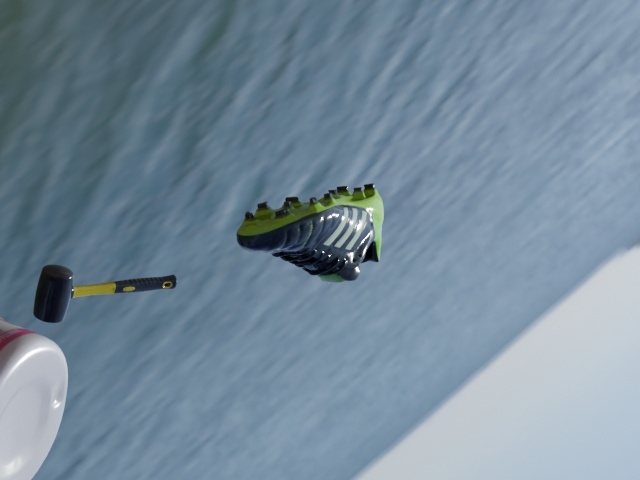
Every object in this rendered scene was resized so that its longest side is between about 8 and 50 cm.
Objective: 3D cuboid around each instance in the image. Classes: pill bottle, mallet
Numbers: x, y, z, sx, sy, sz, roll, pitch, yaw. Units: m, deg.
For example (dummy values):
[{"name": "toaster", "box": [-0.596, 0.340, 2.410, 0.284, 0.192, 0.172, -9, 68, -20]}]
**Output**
[{"name": "pill bottle", "box": [-0.383, 0.117, 1.230, 0.160, 0.283, 0.160, 18, 90, -73]}, {"name": "mallet", "box": [-0.244, 0.047, 1.603, 0.189, 0.039, 0.062, -13, 123, -39]}]

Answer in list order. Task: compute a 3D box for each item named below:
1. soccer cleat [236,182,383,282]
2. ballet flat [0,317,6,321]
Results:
[{"name": "soccer cleat", "box": [0.000, 0.000, 1.048, 0.060, 0.072, 0.179, -4, -175, 32]}, {"name": "ballet flat", "box": [-0.399, 0.206, 1.721, 0.080, 0.232, 0.073, -1, 178, 5]}]
